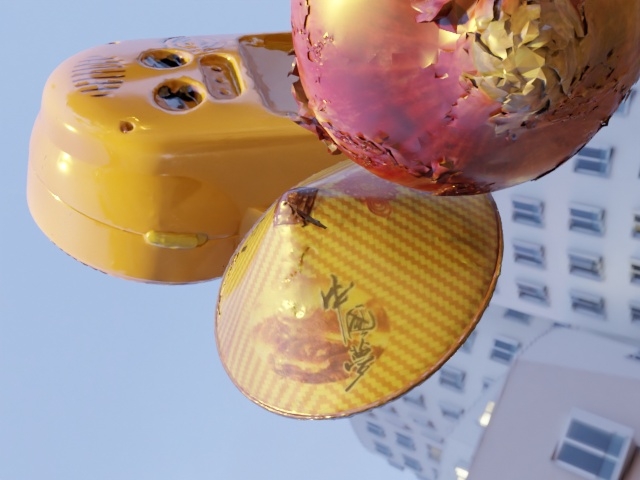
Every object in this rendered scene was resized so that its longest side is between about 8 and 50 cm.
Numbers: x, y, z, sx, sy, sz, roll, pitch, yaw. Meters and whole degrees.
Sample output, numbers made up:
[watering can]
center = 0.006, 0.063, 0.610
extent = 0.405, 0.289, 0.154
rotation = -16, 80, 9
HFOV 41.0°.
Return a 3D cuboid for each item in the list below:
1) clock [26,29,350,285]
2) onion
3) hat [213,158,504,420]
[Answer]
[clock]
center = -0.099, -0.080, 0.775
extent = 0.316, 0.244, 0.200
rotation = 1, -56, -18
[onion]
center = 0.069, -0.094, 0.395
extent = 0.147, 0.183, 0.184
rotation = -93, -8, -60
[hat]
center = 0.000, 0.000, 0.491
extent = 0.193, 0.193, 0.082
rotation = -58, -45, -17
